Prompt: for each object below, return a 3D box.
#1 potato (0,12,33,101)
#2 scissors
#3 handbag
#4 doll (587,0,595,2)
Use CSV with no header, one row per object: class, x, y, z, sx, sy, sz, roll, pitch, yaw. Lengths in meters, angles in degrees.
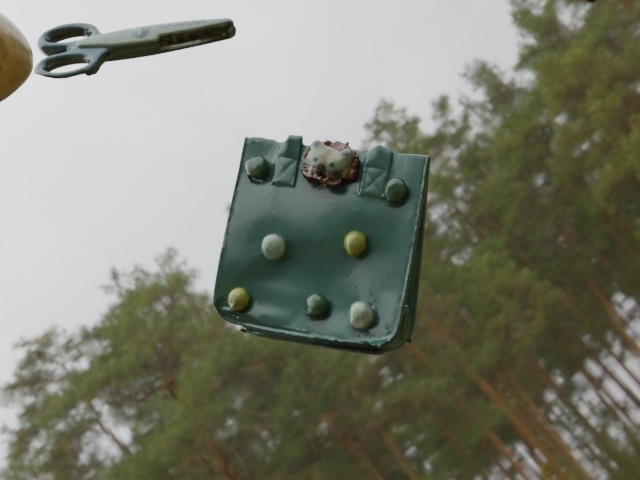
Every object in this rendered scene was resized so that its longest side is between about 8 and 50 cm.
potato,-0.339,-0.142,0.958,0.161,0.128,0.235,-7,0,14
scissors,-0.264,-0.283,1.706,0.289,0.138,0.041,-8,-51,-3
handbag,-0.002,0.002,1.568,0.100,0.269,0.274,22,-103,-71
doll,0.206,-0.290,1.018,0.249,0.088,0.127,31,-84,-43
